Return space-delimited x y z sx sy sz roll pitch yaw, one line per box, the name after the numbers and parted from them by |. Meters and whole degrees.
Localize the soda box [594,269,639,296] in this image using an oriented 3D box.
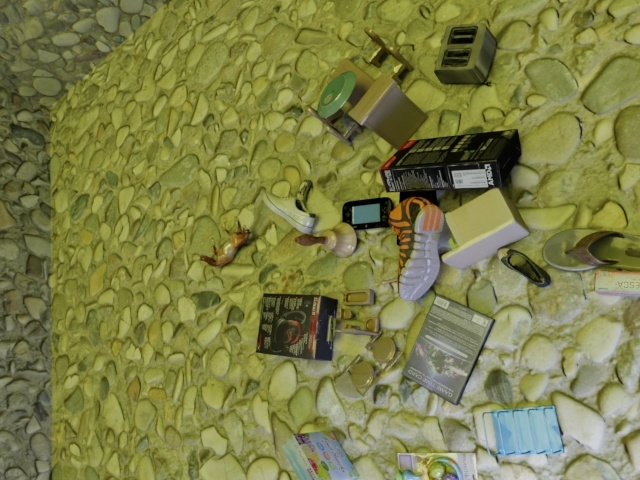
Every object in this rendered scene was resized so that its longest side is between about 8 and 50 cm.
0.792 0.110 1.381 0.183 0.063 0.058 1 77 37 | soda box

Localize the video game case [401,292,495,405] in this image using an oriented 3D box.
0.377 0.321 1.647 0.196 0.026 0.274 24 92 38 | video game case

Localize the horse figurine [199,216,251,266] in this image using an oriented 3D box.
-0.386 0.018 2.268 0.263 0.066 0.174 -49 48 12 | horse figurine

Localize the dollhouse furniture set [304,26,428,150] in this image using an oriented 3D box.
0.145 -0.519 1.916 0.362 0.256 0.394 -49 54 14 | dollhouse furniture set

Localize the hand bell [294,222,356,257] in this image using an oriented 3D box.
0.000 0.000 1.864 0.126 0.242 0.126 1 91 41 | hand bell

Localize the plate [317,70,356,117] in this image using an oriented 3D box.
0.048 -0.505 1.880 0.188 0.024 0.188 -33 41 34 | plate

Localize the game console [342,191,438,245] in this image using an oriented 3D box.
0.226 -0.082 1.864 0.361 0.044 0.213 -5 74 36 | game console

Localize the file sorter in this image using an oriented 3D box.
0.524 0.499 1.436 0.170 0.104 0.118 -16 68 31 | file sorter

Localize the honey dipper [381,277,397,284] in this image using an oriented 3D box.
0.265 0.124 1.784 0.161 0.030 0.030 -17 67 33 | honey dipper

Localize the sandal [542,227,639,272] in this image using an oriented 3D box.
0.736 0.019 1.433 0.303 0.086 0.120 1 77 36 | sandal

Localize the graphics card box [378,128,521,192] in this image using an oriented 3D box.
0.394 -0.241 1.677 0.371 0.233 0.094 -1 120 36 | graphics card box

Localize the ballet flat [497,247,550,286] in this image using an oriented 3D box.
0.575 0.071 1.559 0.173 0.049 0.057 39 100 37 | ballet flat

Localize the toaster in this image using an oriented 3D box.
0.474 -0.602 1.794 0.186 0.110 0.168 14 86 38 | toaster

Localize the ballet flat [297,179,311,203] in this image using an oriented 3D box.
-0.070 -0.182 2.112 0.041 0.041 0.114 19 88 38 | ballet flat

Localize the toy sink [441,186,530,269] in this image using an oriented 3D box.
0.459 -0.034 1.611 0.234 0.153 0.131 -33 60 26 | toy sink

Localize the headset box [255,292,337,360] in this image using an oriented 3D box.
-0.072 0.301 1.925 0.293 0.110 0.218 -3 75 36 | headset box

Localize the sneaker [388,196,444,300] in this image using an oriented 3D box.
0.283 0.016 1.711 0.180 0.125 0.321 -134 52 -60 | sneaker

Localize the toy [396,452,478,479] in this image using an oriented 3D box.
0.323 0.677 1.560 0.237 0.056 0.137 -14 70 33 | toy

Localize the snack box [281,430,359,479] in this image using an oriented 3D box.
0.001 0.681 1.698 0.070 0.207 0.174 -49 55 15 | snack box

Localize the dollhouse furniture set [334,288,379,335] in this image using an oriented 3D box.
0.100 0.229 1.800 0.144 0.123 0.151 -10 71 43 | dollhouse furniture set

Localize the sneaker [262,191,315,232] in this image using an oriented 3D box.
-0.113 -0.128 2.095 0.258 0.094 0.091 36 108 27 | sneaker

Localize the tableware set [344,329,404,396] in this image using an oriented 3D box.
0.176 0.396 1.764 0.194 0.039 0.128 -50 42 6 | tableware set
